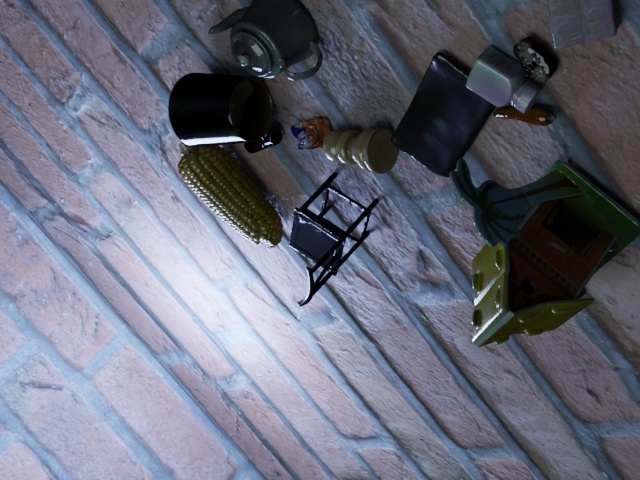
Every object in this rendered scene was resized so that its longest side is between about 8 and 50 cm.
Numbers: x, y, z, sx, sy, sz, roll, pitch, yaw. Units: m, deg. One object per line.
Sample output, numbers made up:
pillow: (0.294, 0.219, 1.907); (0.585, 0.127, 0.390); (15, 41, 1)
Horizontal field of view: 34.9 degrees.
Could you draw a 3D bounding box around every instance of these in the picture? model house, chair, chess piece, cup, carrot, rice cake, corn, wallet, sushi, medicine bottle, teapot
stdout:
model house: (0.329, 0.032, 1.861); (0.340, 0.323, 0.300); (40, 148, 5)
chair: (0.000, 0.000, 2.248); (0.141, 0.260, 0.154); (34, 147, 15)
chess piece: (0.075, -0.194, 2.111); (0.170, 0.094, 0.094); (15, 140, 50)
cup: (-0.192, -0.288, 2.272); (0.177, 0.239, 0.166); (4, 90, 38)
carrot: (0.360, -0.223, 1.802); (0.142, 0.035, 0.035); (15, 139, 46)
rice cake: (0.376, -0.422, 1.501); (0.106, 0.050, 0.298); (2, 134, 28)
corn: (-0.220, -0.117, 2.479); (0.347, 0.130, 0.130); (47, 148, -14)
wallet: (0.233, -0.231, 1.935); (0.146, 0.030, 0.285); (36, 149, 6)
sushi: (0.359, -0.301, 1.694); (0.083, 0.044, 0.046); (45, 149, -7)
medicine bottle: (0.319, -0.272, 1.763); (0.118, 0.055, 0.074); (35, 145, 14)
teapot: (-0.104, -0.387, 2.008); (0.239, 0.149, 0.162); (32, 146, 18)

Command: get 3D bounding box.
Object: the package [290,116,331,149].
package: (-0.014, -0.228, 2.211); (0.110, 0.033, 0.077); (-7, 101, 35)
